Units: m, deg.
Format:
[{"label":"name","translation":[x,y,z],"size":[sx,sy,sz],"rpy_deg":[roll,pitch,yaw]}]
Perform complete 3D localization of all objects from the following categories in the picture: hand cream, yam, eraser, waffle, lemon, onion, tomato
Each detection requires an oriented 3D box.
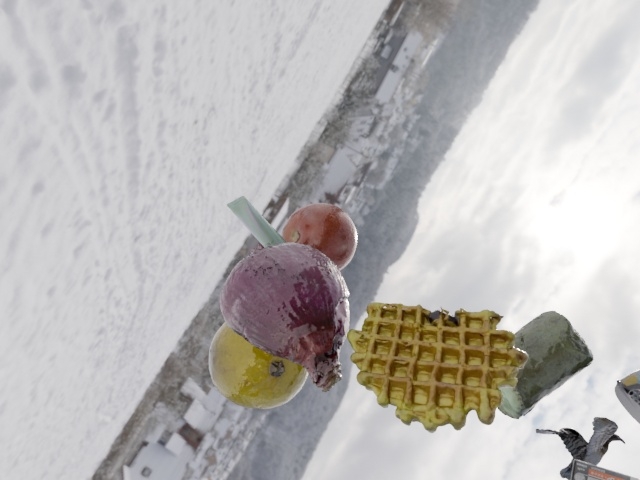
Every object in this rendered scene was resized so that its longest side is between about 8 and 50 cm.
[{"label":"hand cream","translation":[-0.144,-0.025,1.273],"size":[0.078,0.205,0.049],"rpy_deg":[-19,-151,48]},{"label":"yam","translation":[0.596,0.336,1.429],"size":[0.300,0.195,0.195],"rpy_deg":[-30,169,-16]},{"label":"eraser","translation":[0.587,0.499,1.065],"size":[0.029,0.122,0.052],"rpy_deg":[43,60,-52]},{"label":"waffle","translation":[0.202,0.202,0.911],"size":[0.283,0.309,0.065],"rpy_deg":[-30,137,-14]},{"label":"lemon","translation":[-0.168,0.323,1.422],"size":[0.296,0.297,0.297],"rpy_deg":[-60,178,-4]},{"label":"onion","translation":[-0.043,0.123,1.034],"size":[0.267,0.349,0.158],"rpy_deg":[-16,129,-29]},{"label":"tomato","translation":[0.000,0.000,1.413],"size":[0.208,0.185,0.207],"rpy_deg":[-16,-111,50]}]

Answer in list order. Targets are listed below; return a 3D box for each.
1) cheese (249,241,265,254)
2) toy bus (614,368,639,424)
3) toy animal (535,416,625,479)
[{"label":"cheese","translation":[-0.176,0.062,1.731],"size":[0.062,0.155,0.244],"rpy_deg":[-40,-147,25]},{"label":"toy bus","translation":[1.082,0.543,1.526],"size":[0.162,0.171,0.386],"rpy_deg":[-33,-141,1]},{"label":"toy animal","translation":[0.704,0.554,1.344],"size":[0.272,0.197,0.160],"rpy_deg":[135,-30,-69]}]
